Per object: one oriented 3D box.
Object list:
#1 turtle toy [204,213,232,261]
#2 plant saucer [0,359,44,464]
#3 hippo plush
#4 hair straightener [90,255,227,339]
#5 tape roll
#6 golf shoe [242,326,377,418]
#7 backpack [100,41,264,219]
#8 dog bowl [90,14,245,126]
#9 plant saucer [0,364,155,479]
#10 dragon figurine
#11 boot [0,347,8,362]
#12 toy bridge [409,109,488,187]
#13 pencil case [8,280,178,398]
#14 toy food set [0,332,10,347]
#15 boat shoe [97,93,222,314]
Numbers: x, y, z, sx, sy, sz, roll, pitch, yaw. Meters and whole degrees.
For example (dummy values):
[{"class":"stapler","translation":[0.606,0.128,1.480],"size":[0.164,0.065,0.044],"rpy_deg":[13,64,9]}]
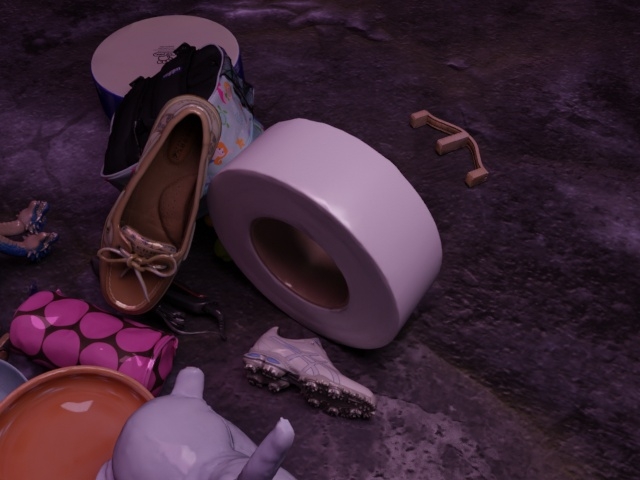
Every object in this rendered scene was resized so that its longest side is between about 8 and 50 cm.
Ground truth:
[{"class":"turtle toy","translation":[-0.120,-0.028,0.854],"size":[0.095,0.066,0.130],"rpy_deg":[-8,40,44]},{"class":"plant saucer","translation":[-0.395,0.228,0.647],"size":[0.194,0.037,0.195],"rpy_deg":[-1,73,4]},{"class":"hippo plush","translation":[-0.113,0.263,0.523],"size":[0.236,0.294,0.234],"rpy_deg":[20,66,37]},{"class":"hair straightener","translation":[-0.228,0.082,0.786],"size":[0.230,0.047,0.089],"rpy_deg":[29,45,15]},{"class":"tape roll","translation":[0.000,0.000,0.698],"size":[0.286,0.286,0.100],"rpy_deg":[29,58,21]},{"class":"golf shoe","translation":[-0.005,0.156,0.714],"size":[0.176,0.069,0.086],"rpy_deg":[19,48,14]},{"class":"backpack","translation":[-0.195,-0.143,0.833],"size":[0.225,0.191,0.254],"rpy_deg":[-29,32,13]},{"class":"dog bowl","translation":[-0.270,-0.293,1.045],"size":[0.264,0.104,0.265],"rpy_deg":[0,52,1]},{"class":"plant saucer","translation":[-0.262,0.236,0.616],"size":[0.199,0.037,0.200],"rpy_deg":[8,72,-27]},{"class":"dragon figurine","translation":[-0.508,0.037,0.797],"size":[0.289,0.144,0.085],"rpy_deg":[-39,61,-4]},{"class":"boot","translation":[-0.382,0.198,0.700],"size":[0.114,0.037,0.106],"rpy_deg":[20,68,20]},{"class":"toy bridge","translation":[0.228,-0.168,0.991],"size":[0.063,0.026,0.188],"rpy_deg":[-21,54,-18]},{"class":"pencil case","translation":[-0.281,0.127,0.726],"size":[0.209,0.095,0.098],"rpy_deg":[19,33,12]},{"class":"toy food set","translation":[-0.468,0.134,0.765],"size":[0.122,0.019,0.078],"rpy_deg":[15,53,22]},{"class":"boat shoe","translation":[-0.196,-0.033,0.677],"size":[0.104,0.285,0.089],"rpy_deg":[17,15,-14]}]
